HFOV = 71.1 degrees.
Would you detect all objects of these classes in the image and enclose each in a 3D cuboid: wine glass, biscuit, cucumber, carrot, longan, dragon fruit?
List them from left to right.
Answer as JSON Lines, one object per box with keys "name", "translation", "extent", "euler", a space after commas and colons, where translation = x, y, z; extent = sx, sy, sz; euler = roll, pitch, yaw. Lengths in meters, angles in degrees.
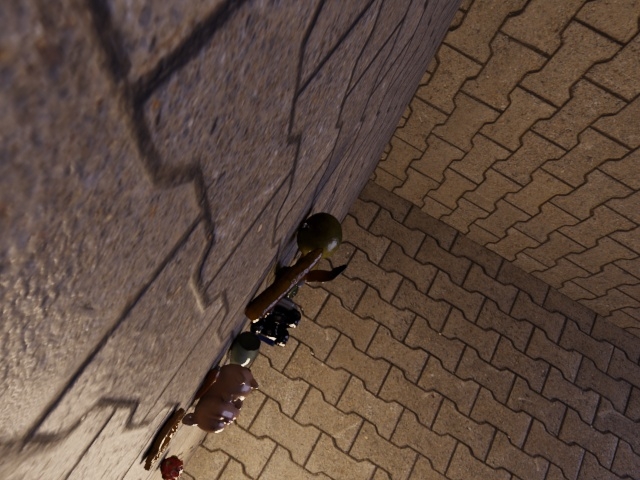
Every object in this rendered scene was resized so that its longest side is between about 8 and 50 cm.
{"name": "biscuit", "translation": [-0.428, 0.542, 1.215], "extent": [0.183, 0.027, 0.133], "euler": [-63, 174, 34]}
{"name": "dragon fruit", "translation": [-0.551, 0.838, 1.651], "extent": [0.086, 0.081, 0.116], "euler": [-59, -159, -21]}
{"name": "carrot", "translation": [-0.358, 0.454, 1.424], "extent": [0.142, 0.035, 0.035], "euler": [-55, 177, 9]}
{"name": "wine glass", "translation": [-0.305, 0.407, 1.716], "extent": [0.264, 0.097, 0.309], "euler": [-88, -159, -53]}
{"name": "carrot", "translation": [-0.108, 0.129, 1.392], "extent": [0.314, 0.066, 0.066], "euler": [-44, 176, -4]}
{"name": "cucumber", "translation": [-0.123, 0.151, 1.600], "extent": [0.096, 0.096, 0.359], "euler": [-58, 176, -11]}
{"name": "longan", "translation": [-0.008, -0.020, 1.466], "extent": [0.176, 0.145, 0.154], "euler": [48, 45, -46]}

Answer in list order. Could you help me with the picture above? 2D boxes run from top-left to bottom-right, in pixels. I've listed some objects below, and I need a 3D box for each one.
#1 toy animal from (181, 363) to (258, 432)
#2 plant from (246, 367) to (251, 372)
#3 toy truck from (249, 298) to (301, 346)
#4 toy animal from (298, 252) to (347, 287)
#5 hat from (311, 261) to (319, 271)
{"name": "toy animal", "translation": [-0.334, 0.537, 1.526], "extent": [0.250, 0.166, 0.154], "euler": [-54, -143, -8]}
{"name": "plant", "translation": [-0.383, 0.654, 1.988], "extent": [0.142, 0.131, 0.203], "euler": [-50, 170, -49]}
{"name": "toy truck", "translation": [-0.190, 0.315, 1.819], "extent": [0.213, 0.161, 0.177], "euler": [-60, -164, 9]}
{"name": "toy animal", "translation": [-0.081, 0.102, 1.940], "extent": [0.302, 0.225, 0.284], "euler": [-45, -165, -8]}
{"name": "hat", "translation": [-0.051, 0.151, 2.192], "extent": [0.193, 0.082, 0.193], "euler": [-37, -172, 6]}
